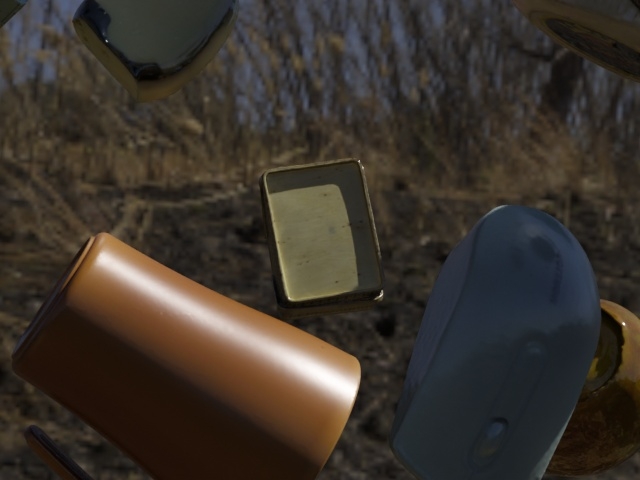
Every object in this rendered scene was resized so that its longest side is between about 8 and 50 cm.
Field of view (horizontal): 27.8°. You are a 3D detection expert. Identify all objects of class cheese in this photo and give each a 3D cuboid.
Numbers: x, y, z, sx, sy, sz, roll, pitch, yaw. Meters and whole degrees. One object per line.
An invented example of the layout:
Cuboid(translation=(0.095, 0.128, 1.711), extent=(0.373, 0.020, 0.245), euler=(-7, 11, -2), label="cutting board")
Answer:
Cuboid(translation=(-0.110, -0.237, 1.247), extent=(0.251, 0.127, 0.054), euler=(-37, -14, -23), label="cheese")

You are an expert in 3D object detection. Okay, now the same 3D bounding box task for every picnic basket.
Cuboid(translation=(0.000, 0.000, 1.372), extent=(0.115, 0.164, 0.079), euler=(-6, -17, -8), label="picnic basket")

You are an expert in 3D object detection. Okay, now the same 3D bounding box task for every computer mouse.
Cuboid(translation=(0.133, 0.082, 0.928), extent=(0.128, 0.231, 0.079), euler=(24, -21, -20), label="computer mouse")

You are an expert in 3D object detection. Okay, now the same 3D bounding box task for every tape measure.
Cuboid(translation=(0.325, -0.227, 1.230), extent=(0.271, 0.133, 0.231), euler=(33, 5, 40), label="tape measure")

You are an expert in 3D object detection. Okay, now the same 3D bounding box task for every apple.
Cuboid(translation=(0.317, 0.176, 1.629), extent=(0.237, 0.237, 0.207), euler=(4, -44, 12), label="apple")

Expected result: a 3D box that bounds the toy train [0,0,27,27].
Cuboid(translation=(-0.272, -0.146, 0.910), extent=(0.051, 0.052, 0.234), euler=(33, -36, -26), label="toy train")

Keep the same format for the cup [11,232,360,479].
Cuboid(translation=(-0.117, 0.134, 1.042), extent=(0.264, 0.226, 0.182), euler=(34, 7, -11), label="cup")
